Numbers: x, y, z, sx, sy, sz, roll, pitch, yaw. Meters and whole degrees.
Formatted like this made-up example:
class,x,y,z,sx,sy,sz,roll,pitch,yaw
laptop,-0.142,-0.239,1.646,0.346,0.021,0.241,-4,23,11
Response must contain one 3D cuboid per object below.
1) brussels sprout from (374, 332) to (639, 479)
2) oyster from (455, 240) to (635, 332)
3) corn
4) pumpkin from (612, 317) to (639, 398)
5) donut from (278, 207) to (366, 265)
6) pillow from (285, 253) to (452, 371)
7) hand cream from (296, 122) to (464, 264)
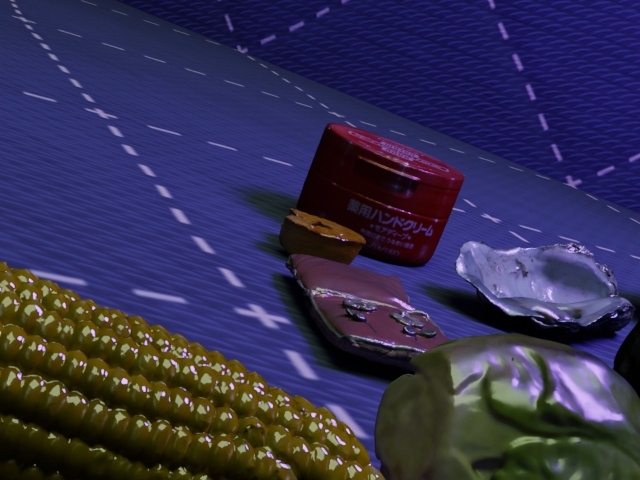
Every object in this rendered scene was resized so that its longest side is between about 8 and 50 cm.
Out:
class,x,y,z,sx,sy,sz,roll,pitch,yaw
brussels sprout,0.121,0.129,0.677,0.181,0.144,0.161,29,45,-18
oyster,0.269,0.054,1.294,0.199,0.087,0.252,35,24,16
corn,-0.115,0.088,0.536,0.322,0.119,0.119,22,13,-14
pumpkin,0.376,0.127,0.912,0.256,0.225,0.303,26,8,4
donut,0.000,0.000,1.207,0.097,0.043,0.108,22,12,7
pillow,0.045,0.066,1.014,0.126,0.043,0.232,15,13,-18
hand cream,0.074,-0.059,1.375,0.193,0.125,0.193,18,14,-5
